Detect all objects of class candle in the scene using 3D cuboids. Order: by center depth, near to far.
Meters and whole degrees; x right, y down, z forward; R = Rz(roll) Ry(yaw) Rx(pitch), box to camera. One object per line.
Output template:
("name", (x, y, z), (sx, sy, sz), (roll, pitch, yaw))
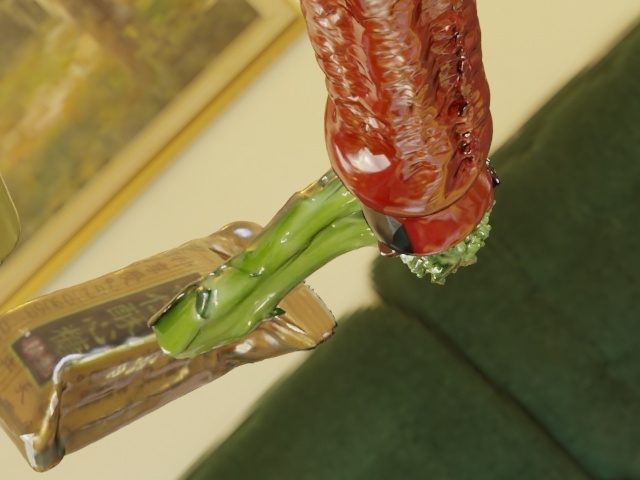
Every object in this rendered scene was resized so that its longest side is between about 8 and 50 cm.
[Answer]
("candle", (0.020, -0.049, 0.517), (0.329, 0.048, 0.051), (66, -154, -73))

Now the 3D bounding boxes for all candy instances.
("candy", (-0.123, 0.071, 1.409), (0.271, 0.143, 0.101), (-23, -37, -27))

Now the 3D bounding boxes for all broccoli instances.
("broccoli", (-0.001, -0.001, 1.045), (0.204, 0.118, 0.122), (-35, 49, 7))

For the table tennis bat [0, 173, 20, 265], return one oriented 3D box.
("table tennis bat", (-0.201, -0.086, 0.916), (0.050, 0.198, 0.321), (-26, -33, -10))
